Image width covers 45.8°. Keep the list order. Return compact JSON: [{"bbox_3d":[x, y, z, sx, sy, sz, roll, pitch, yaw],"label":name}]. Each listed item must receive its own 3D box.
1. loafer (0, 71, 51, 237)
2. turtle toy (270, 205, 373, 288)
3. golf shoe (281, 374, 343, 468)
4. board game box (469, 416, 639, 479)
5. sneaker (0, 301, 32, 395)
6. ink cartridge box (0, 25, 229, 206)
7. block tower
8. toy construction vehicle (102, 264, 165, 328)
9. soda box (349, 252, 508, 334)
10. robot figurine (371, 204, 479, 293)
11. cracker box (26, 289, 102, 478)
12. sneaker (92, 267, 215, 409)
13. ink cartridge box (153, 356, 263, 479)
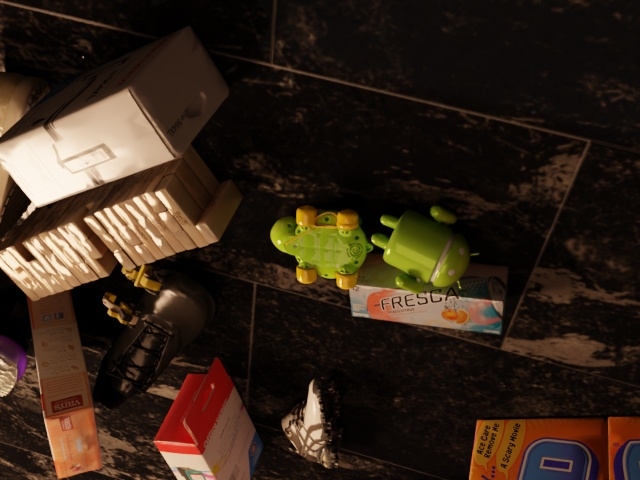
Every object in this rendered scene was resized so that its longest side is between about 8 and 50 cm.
[{"bbox_3d":[-0.401,-0.101,0.929,0.092,0.102,0.268,28,124,-4],"label":"loafer"},{"bbox_3d":[0.000,0.000,0.891,0.130,0.066,0.095,7,109,17],"label":"turtle toy"},{"bbox_3d":[-0.018,0.273,1.137,0.094,0.077,0.198,8,131,13],"label":"golf shoe"},{"bbox_3d":[0.398,0.479,0.978,0.356,0.356,0.356,-7,127,25],"label":"board game box"},{"bbox_3d":[-0.486,0.150,1.137,0.102,0.146,0.293,39,149,-18],"label":"sneaker"},{"bbox_3d":[-0.218,-0.130,0.797,0.203,0.148,0.086,-15,122,29],"label":"ink cartridge box"},{"bbox_3d":[-0.264,-0.018,0.953,0.335,0.091,0.097,-16,124,30],"label":"block tower"},{"bbox_3d":[-0.255,0.066,1.012,0.035,0.098,0.086,20,99,-39],"label":"toy construction vehicle"},{"bbox_3d":[0.128,0.061,0.903,0.183,0.063,0.058,5,132,16],"label":"soda box"},{"bbox_3d":[0.116,0.009,0.852,0.115,0.067,0.101,27,93,9],"label":"robot figurine"},{"bbox_3d":[-0.372,0.200,1.096,0.067,0.232,0.155,-10,136,-20],"label":"cracker box"},{"bbox_3d":[-0.240,0.151,1.071,0.109,0.130,0.286,32,132,-7],"label":"sneaker"},{"bbox_3d":[-0.176,0.302,1.179,0.078,0.134,0.231,-2,129,22],"label":"ink cartridge box"}]
